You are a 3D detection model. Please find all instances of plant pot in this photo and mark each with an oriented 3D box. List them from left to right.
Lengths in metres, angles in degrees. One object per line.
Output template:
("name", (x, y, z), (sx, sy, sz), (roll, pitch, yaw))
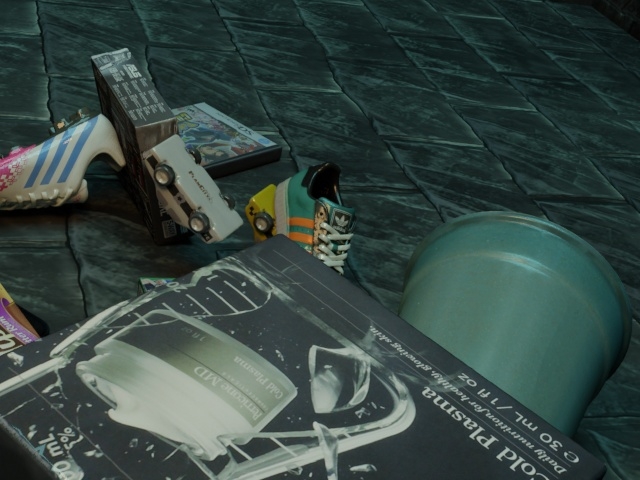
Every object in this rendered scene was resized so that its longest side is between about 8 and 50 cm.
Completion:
("plant pot", (0.221, 0.187, 1.471), (0.341, 0.341, 0.334), (20, 37, 14))

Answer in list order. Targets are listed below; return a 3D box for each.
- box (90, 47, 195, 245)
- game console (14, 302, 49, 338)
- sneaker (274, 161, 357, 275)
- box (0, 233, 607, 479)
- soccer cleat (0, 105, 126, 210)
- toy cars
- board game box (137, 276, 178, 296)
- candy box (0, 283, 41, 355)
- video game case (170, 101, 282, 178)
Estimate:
("box", (-0.321, -0.173, 1.949), (0.077, 0.242, 0.307), (-17, 37, -17))
("game console", (-0.559, 0.073, 1.511), (0.173, 0.250, 0.293), (-3, 19, 31))
("sneaker", (0.000, 0.000, 1.794), (0.108, 0.121, 0.302), (21, 47, -41))
("box", (-0.054, 0.286, 1.120), (0.480, 0.297, 0.472), (35, 37, 25))
("soccer cleat", (-0.486, -0.101, 1.864), (0.331, 0.143, 0.116), (-33, 9, -17))
("toy cars", (-0.145, -0.033, 1.834), (0.394, 0.087, 0.176), (27, 43, -36))
("board game box", (-0.143, 0.135, 1.622), (0.214, 0.046, 0.317), (3, 19, -19))
("candy box", (-0.460, 0.126, 1.487), (0.186, 0.053, 0.109), (50, 36, 13))
("video game case", (-0.260, -0.205, 2.251), (0.248, 0.035, 0.275), (32, 34, 31))
